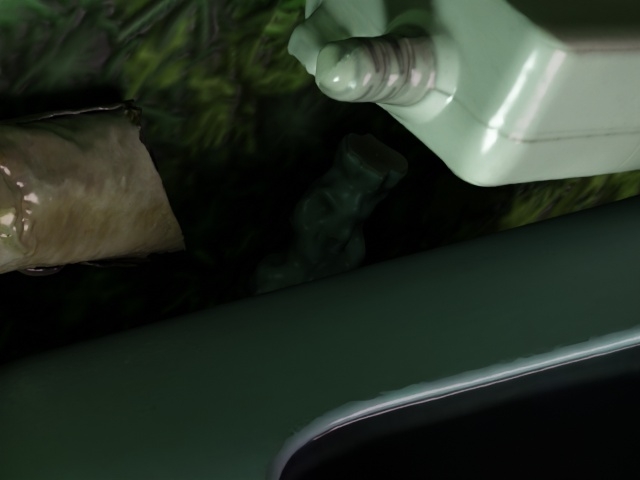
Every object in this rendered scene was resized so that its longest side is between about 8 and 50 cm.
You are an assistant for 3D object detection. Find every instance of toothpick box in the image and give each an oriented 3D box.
[{"bbox_3d":[0.008,0.127,0.575,0.355,0.263,0.263,-13,142,-19],"label":"toothpick box"}]

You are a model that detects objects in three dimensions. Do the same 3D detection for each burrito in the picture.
[{"bbox_3d":[-0.086,-0.012,0.492,0.149,0.041,0.055,-8,149,-50],"label":"burrito"}]

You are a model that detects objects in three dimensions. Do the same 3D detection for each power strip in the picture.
[{"bbox_3d":[0.118,-0.073,0.597,0.338,0.098,0.058,-9,136,-45],"label":"power strip"}]

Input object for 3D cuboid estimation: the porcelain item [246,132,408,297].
[{"bbox_3d":[0.000,0.000,0.625,0.036,0.028,0.083,15,121,-37],"label":"porcelain item"}]
